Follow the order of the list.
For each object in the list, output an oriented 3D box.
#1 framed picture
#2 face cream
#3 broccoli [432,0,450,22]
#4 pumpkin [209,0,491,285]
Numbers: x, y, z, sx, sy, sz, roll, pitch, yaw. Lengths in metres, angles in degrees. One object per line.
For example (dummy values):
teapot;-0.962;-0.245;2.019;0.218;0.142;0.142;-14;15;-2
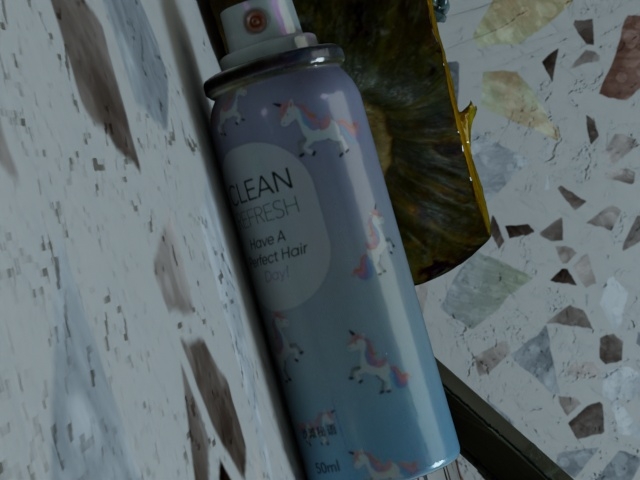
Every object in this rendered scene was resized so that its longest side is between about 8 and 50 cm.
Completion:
framed picture;0.111;0.140;1.074;0.250;0.016;0.184;40;-12;34
face cream;0.000;0.000;0.662;0.075;0.075;0.229;-2;76;-85
broccoli;0.044;-0.207;1.508;0.275;0.177;0.198;92;-18;-59
pumpkin;0.015;-0.120;0.899;0.222;0.139;0.317;-96;167;-47
